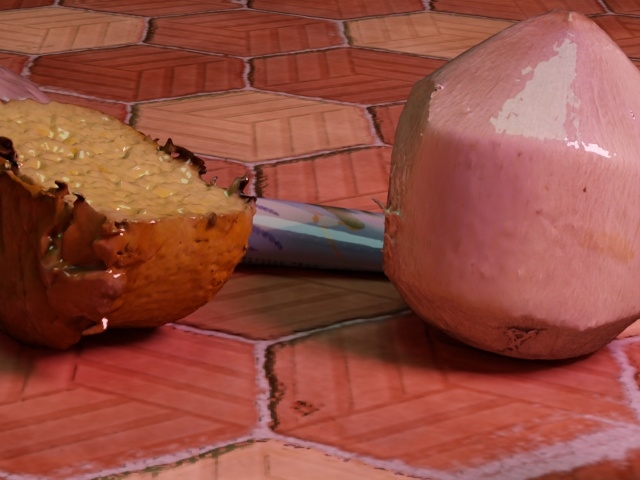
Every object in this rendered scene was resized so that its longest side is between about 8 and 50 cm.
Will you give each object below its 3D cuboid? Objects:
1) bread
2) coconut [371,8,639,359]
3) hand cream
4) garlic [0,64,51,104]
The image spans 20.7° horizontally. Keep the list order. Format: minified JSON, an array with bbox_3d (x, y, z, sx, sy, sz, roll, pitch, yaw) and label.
[{"bbox_3d":[-0.171,-0.005,1.239,0.160,0.147,0.260,-3,21,-40],"label":"bread"},{"bbox_3d":[0.149,-0.044,1.224,0.224,0.234,0.224,-2,16,1],"label":"coconut"},{"bbox_3d":[0.000,0.000,1.382,0.256,0.055,0.088,7,23,-3],"label":"hand cream"},{"bbox_3d":[-0.305,-0.107,1.416,0.219,0.212,0.218,-3,23,1],"label":"garlic"}]
